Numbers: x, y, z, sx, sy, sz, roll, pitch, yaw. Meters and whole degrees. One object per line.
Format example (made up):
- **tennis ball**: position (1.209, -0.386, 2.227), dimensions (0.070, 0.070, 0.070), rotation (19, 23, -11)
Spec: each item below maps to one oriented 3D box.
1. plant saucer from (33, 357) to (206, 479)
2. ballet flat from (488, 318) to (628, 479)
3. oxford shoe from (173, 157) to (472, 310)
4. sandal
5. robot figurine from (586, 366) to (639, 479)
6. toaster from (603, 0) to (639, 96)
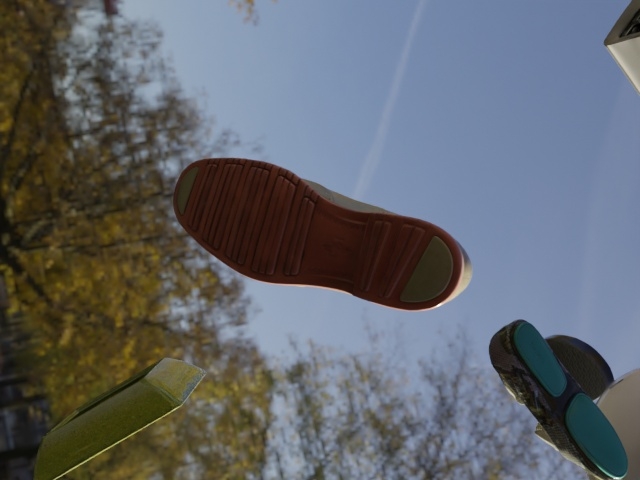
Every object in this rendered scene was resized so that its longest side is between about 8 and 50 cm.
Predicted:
- **plant saucer**: position (-0.233, 0.195, 1.212), dimensions (0.045, 0.188, 0.188), rotation (59, 4, -2)
- **ballet flat**: position (0.139, 0.098, 0.638), dimensions (0.114, 0.041, 0.041), rotation (54, -16, -3)
- **oxford shoe**: position (0.000, 0.000, 1.330), dimensions (0.146, 0.397, 0.140), rotation (11, 100, -69)
- **sandal**: position (0.338, 0.176, 1.533), dimensions (0.254, 0.054, 0.097), rotation (-7, -78, 68)
- **robot figurine**: position (0.424, 0.246, 1.150), dimensions (0.209, 0.278, 0.173), rotation (-62, 166, -21)
- **toaster**: position (0.464, -0.267, 1.319), dimensions (0.110, 0.168, 0.186), rotation (47, -21, -18)
